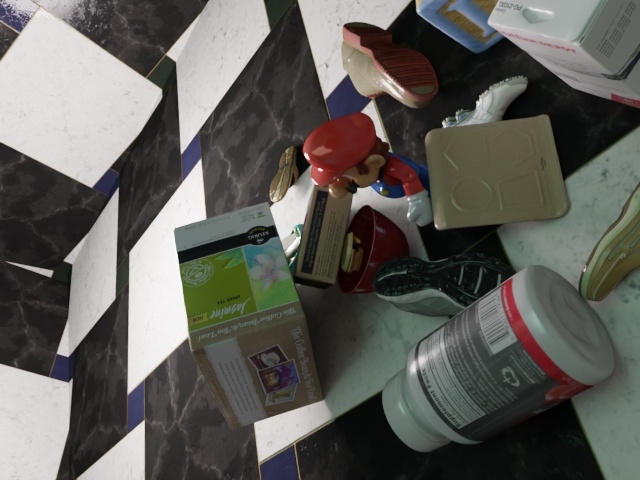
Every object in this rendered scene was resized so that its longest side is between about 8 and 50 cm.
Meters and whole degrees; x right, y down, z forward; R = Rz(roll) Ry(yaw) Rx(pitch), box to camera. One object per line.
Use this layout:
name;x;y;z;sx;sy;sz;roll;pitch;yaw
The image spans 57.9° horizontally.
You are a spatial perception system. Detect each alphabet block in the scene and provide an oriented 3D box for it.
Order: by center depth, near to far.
alphabet block;0.296;-0.502;1.056;0.193;0.192;0.197;-25;58;44

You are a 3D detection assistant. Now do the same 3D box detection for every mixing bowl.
mixing bowl;0.112;0.029;1.141;0.181;0.098;0.181;-165;90;-74

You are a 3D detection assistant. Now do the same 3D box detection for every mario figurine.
mario figurine;0.097;-0.105;1.043;0.198;0.320;0.170;-14;64;51

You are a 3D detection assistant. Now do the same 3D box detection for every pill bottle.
pill bottle;0.241;0.190;0.852;0.318;0.176;0.176;-44;44;34

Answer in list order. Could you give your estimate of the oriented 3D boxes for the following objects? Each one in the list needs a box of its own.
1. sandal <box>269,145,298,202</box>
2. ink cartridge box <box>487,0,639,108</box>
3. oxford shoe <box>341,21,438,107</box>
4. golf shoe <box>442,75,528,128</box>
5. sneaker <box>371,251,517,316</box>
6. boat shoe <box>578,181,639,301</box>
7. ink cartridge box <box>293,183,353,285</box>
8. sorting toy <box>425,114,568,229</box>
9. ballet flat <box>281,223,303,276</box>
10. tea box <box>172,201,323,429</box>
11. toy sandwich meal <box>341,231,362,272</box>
sandal;-0.087;-0.177;1.566;0.072;0.049;0.180;-20;46;42
ink cartridge box;0.380;-0.282;0.806;0.172;0.237;0.100;45;113;51
oxford shoe;0.148;-0.369;1.295;0.348;0.123;0.130;-119;29;-44
golf shoe;0.309;-0.222;1.046;0.176;0.069;0.086;-37;69;44
sneaker;0.227;0.085;0.997;0.271;0.108;0.100;2;59;38
boat shoe;0.425;0.008;0.780;0.072;0.068;0.190;37;106;41
ink cartridge box;0.000;0.000;1.243;0.234;0.088;0.193;116;164;-81
sorting toy;0.288;-0.112;0.968;0.208;0.038;0.193;-7;65;13
ballet flat;-0.093;0.047;1.440;0.247;0.087;0.083;-52;41;28
tea box;-0.150;0.162;1.227;0.329;0.220;0.323;81;170;-47
toy sandwich meal;0.061;0.023;1.093;0.085;0.029;0.085;-170;90;-85
